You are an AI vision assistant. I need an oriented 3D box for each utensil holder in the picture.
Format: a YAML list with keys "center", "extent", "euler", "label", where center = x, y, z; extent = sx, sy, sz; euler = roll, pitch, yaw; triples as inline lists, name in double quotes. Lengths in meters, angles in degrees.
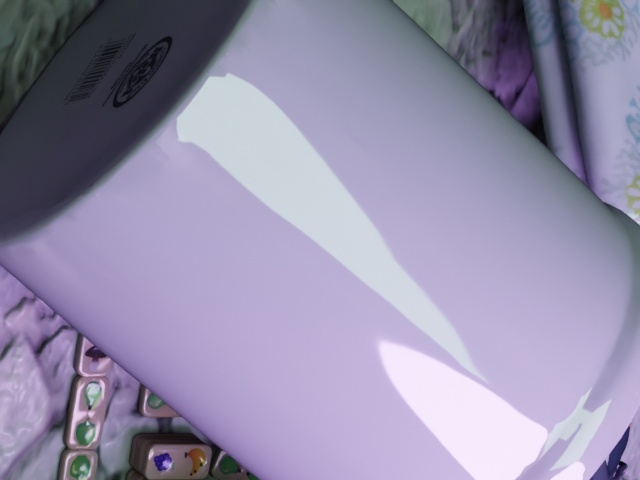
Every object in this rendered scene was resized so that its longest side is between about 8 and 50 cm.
- center: [0.000, 0.000, 1.246]
  extent: [0.385, 0.327, 0.327]
  euler: [42, 77, -25]
  label: "utensil holder"

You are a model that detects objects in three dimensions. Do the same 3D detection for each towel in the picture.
- center: [0.318, -0.172, 1.516]
  extent: [0.320, 0.090, 0.374]
  euler: [-2, 79, -35]
  label: "towel"

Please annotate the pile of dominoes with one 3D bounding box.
- center: [-0.100, 0.121, 1.404]
  extent: [0.196, 0.040, 0.251]
  euler: [4, 99, -34]
  label: "pile of dominoes"

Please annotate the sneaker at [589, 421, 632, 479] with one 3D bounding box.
- center: [0.200, 0.210, 1.569]
  extent: [0.127, 0.126, 0.321]
  euler: [-29, 135, -52]
  label: "sneaker"
